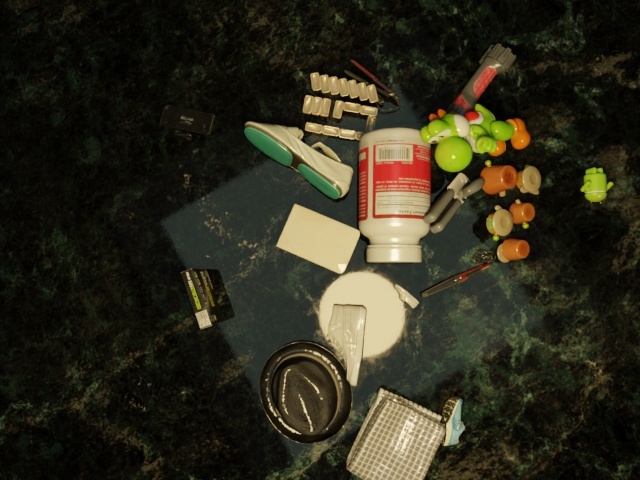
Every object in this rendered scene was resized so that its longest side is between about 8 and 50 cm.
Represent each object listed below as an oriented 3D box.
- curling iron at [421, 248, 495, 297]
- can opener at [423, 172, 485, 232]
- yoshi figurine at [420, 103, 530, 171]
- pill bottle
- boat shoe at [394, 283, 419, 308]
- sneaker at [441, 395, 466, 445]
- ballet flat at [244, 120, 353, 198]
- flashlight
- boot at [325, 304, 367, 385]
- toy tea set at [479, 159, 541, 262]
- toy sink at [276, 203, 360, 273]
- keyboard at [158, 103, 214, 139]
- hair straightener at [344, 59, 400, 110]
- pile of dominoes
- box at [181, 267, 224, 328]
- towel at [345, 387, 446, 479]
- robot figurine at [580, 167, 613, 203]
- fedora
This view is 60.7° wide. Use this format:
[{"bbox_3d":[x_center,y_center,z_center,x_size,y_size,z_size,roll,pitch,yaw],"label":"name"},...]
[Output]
[{"bbox_3d":[0.453,0.112,1.804,0.274,0.035,0.068,-32,82,-1],"label":"curling iron"},{"bbox_3d":[0.412,-0.128,1.693,0.074,0.093,0.280,52,55,-8],"label":"can opener"},{"bbox_3d":[0.468,-0.290,1.687,0.363,0.203,0.203,-5,129,-30],"label":"yoshi figurine"},{"bbox_3d":[0.234,-0.133,1.732,0.229,0.229,0.407,1,87,2],"label":"pill bottle"},{"bbox_3d":[0.278,0.186,1.807,0.100,0.035,0.035,41,86,-2],"label":"boat shoe"},{"bbox_3d":[0.435,0.584,1.771,0.073,0.063,0.161,12,91,-15],"label":"sneaker"},{"bbox_3d":[-0.063,-0.293,1.818,0.400,0.139,0.139,35,88,0],"label":"ballet flat"},{"bbox_3d":[0.531,-0.503,1.810,0.103,0.103,0.304,39,87,-22],"label":"flashlight"},{"bbox_3d":[0.078,0.337,1.785,0.124,0.095,0.258,5,78,9],"label":"boot"},{"bbox_3d":[0.600,-0.098,1.793,0.200,0.124,0.335,13,83,-26],"label":"toy tea set"},{"bbox_3d":[0.000,0.000,1.782,0.234,0.131,0.152,22,88,8],"label":"toy sink"},{"bbox_3d":[-0.462,-0.400,1.881,0.180,0.023,0.108,12,80,4],"label":"keyboard"},{"bbox_3d":[0.172,-0.512,1.859,0.230,0.047,0.089,37,105,-1],"label":"hair straightener"},{"bbox_3d":[0.069,-0.450,1.854,0.252,0.040,0.195,10,99,-2],"label":"pile of dominoes"},{"bbox_3d":[-0.376,0.184,1.759,0.045,0.184,0.190,-20,85,3],"label":"box"},{"bbox_3d":[0.241,0.648,1.735,0.235,0.121,0.283,27,88,3],"label":"towel"},{"bbox_3d":[0.899,-0.179,1.788,0.101,0.067,0.115,1,86,-17],"label":"robot figurine"},{"bbox_3d":[-0.051,0.494,1.741,0.335,0.152,0.333,0,86,2],"label":"fedora"}]
